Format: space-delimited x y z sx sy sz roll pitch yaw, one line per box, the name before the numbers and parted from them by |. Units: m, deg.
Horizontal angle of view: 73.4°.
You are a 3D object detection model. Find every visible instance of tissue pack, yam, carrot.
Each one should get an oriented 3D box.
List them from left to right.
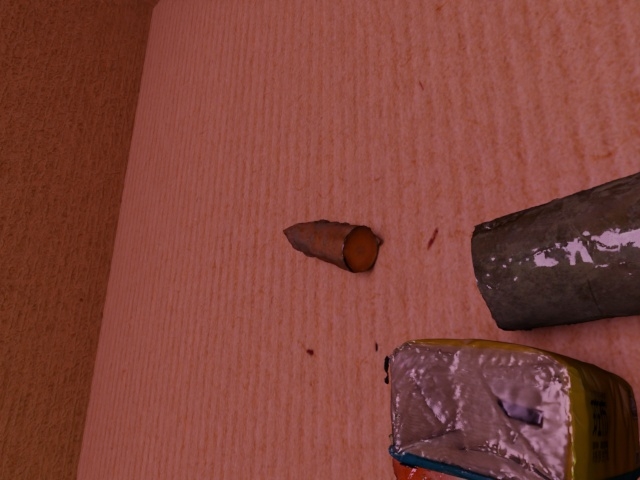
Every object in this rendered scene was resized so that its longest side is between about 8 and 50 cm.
carrot | 0.000 0.000 0.912 0.263 0.101 0.102 12 86 48
tissue pack | 0.226 0.194 0.489 0.192 0.270 0.134 -11 66 42
yam | 0.324 0.020 0.530 0.267 0.161 0.162 -21 63 43

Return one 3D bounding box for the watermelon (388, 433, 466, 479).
watermelon | 0.170 0.339 0.600 0.136 0.193 0.145 -4 35 6
